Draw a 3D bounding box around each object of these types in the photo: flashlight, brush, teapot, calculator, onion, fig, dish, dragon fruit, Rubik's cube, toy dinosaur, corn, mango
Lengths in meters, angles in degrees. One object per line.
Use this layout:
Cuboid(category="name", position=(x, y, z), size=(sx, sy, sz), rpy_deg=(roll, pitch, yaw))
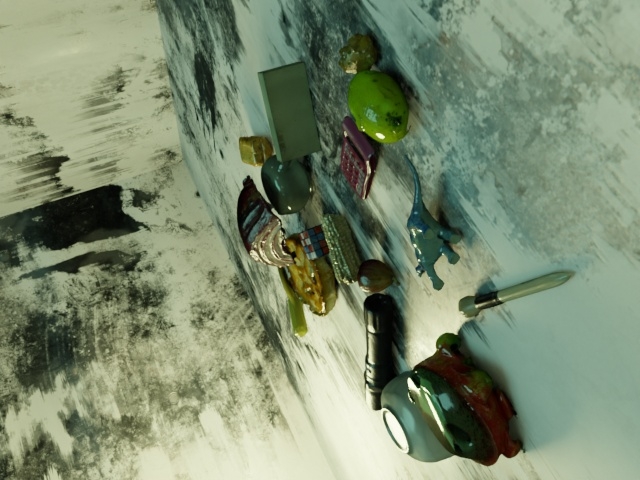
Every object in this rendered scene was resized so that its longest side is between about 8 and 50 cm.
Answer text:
Cuboid(category="flashlight", position=(0.168, 0.323, 1.438), size=(0.103, 0.103, 0.424), rpy_deg=(45, 148, 49))
Cuboid(category="brush", position=(0.322, 0.096, 0.861), size=(0.299, 0.039, 0.042), rpy_deg=(137, 149, -67))
Cuboid(category="teapot", position=(-0.103, -0.179, 1.575), size=(0.193, 0.129, 0.294), rpy_deg=(58, 160, 28))
Cuboid(category="calculator", position=(0.088, -0.191, 1.187), size=(0.127, 0.034, 0.190), rpy_deg=(58, 164, 25))
Cuboid(category="onion", position=(-0.202, -0.049, 1.617), size=(0.280, 0.146, 0.314), rpy_deg=(53, 173, 37))
Cuboid(category="fig", position=(0.155, 0.091, 1.260), size=(0.125, 0.089, 0.089), rpy_deg=(1, 115, 40))
Cuboid(category="dish", position=(0.246, 0.484, 1.348), size=(0.256, 0.117, 0.256), rpy_deg=(54, 156, 38))
Cuboid(category="dragon fruit", position=(0.294, 0.349, 1.075), size=(0.295, 0.130, 0.268), rpy_deg=(66, 166, 6))
Cuboid(category="Rubik's cube", position=(0.000, 0.000, 1.532), size=(0.092, 0.092, 0.092), rpy_deg=(68, 161, -1))
Cuboid(category="toy dinosaur", position=(0.216, -0.001, 0.983), size=(0.144, 0.076, 0.329), rpy_deg=(-122, 10, -47))
Cuboid(category="corn", position=(0.063, 0.020, 1.414), size=(0.087, 0.087, 0.211), rpy_deg=(168, 87, -71))
Cuboid(category="mango", position=(0.104, -0.260, 0.968), size=(0.119, 0.100, 0.178), rpy_deg=(88, 161, -49))

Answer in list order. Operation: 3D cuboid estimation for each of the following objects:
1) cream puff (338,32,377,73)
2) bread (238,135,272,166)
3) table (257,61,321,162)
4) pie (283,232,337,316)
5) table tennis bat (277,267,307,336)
Cuboid(category="cream puff", position=(0.076, -0.370, 0.999), size=(0.083, 0.083, 0.058), rpy_deg=(77, -154, -55))
Cuboid(category="bread", position=(-0.239, -0.329, 1.842), size=(0.211, 0.083, 0.114), rpy_deg=(29, 132, 61))
Cuboid(category="table", position=(-0.095, -0.352, 1.371), size=(0.111, 0.121, 0.240), rpy_deg=(36, 143, 57))
Cuboid(category="pie", position=(-0.036, 0.113, 1.767), size=(0.315, 0.092, 0.315), rpy_deg=(46, 149, 39))
Cuboid(category="table tennis bat", position=(-0.105, 0.203, 1.927), size=(0.224, 0.054, 0.369), rpy_deg=(57, -166, -48))
